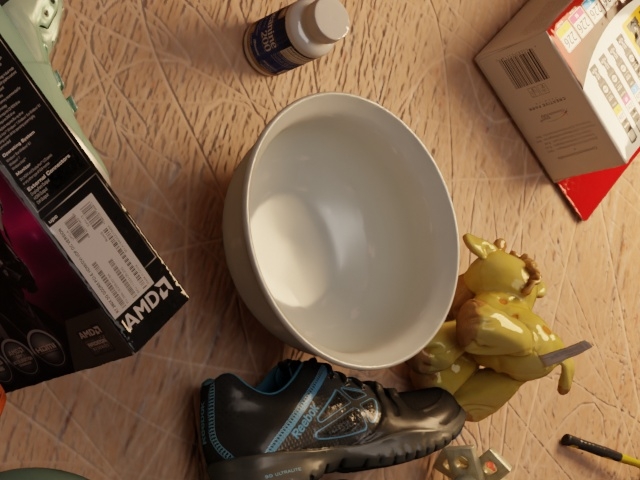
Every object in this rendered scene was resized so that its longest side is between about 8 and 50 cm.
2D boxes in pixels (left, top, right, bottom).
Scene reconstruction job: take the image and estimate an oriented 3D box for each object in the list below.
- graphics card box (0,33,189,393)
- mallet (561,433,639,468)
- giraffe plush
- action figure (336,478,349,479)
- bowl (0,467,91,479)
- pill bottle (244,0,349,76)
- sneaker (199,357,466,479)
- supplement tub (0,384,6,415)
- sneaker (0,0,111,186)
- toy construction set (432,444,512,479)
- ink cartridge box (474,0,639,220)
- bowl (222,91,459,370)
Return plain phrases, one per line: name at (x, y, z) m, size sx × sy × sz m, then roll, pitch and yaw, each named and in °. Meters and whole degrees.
graphics card box at (-0.307, -0.046, 1.430) m, size 0.371 × 0.232 × 0.094 m, roll 55°, pitch 47°, yaw -16°
mallet at (0.378, 0.278, 2.049) m, size 0.189 × 0.062 × 0.039 m, roll 18°, pitch 66°, yaw -19°
giraffe plush at (0.198, 0.084, 1.870) m, size 0.181 × 0.210 × 0.170 m, roll 65°, pitch 15°, yaw -47°
action figure at (-0.008, 0.313, 1.698) m, size 0.232 × 0.063 × 0.137 m, roll -23°, pitch 92°, yaw -46°
bowl at (-0.215, 0.354, 1.453) m, size 0.311 × 0.163 × 0.312 m, roll 11°, pitch 72°, yaw -38°
pill bottle at (-0.025, -0.228, 1.780) m, size 0.067 × 0.120 × 0.067 m, roll 11°, pitch 72°, yaw -37°
sneaker at (0.020, 0.183, 1.715) m, size 0.340 × 0.125 × 0.140 m, roll -7°, pitch 80°, yaw -42°
supplement tub at (-0.393, 0.247, 1.303) m, size 0.207 × 0.207 × 0.338 m, roll 35°, pitch 60°, yaw -28°
sneaker at (-0.266, -0.164, 1.585) m, size 0.256 × 0.094 × 0.151 m, roll 52°, pitch 50°, yaw -19°
toy construction set at (0.148, 0.368, 1.740) m, size 0.328 × 0.215 × 0.151 m, roll -51°, pitch 148°, yaw -45°
ink cartridge box at (0.387, -0.223, 2.114) m, size 0.272 × 0.130 × 0.309 m, roll 55°, pitch 51°, yaw -16°
bowl at (0.000, 0.000, 1.736) m, size 0.297 × 0.134 × 0.298 m, roll 11°, pitch 72°, yaw -37°
